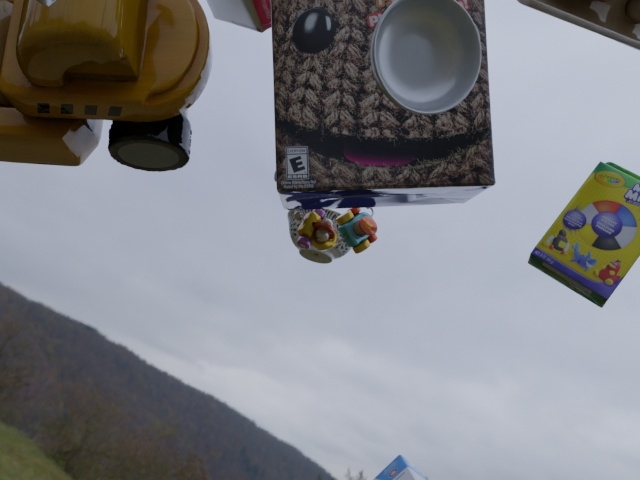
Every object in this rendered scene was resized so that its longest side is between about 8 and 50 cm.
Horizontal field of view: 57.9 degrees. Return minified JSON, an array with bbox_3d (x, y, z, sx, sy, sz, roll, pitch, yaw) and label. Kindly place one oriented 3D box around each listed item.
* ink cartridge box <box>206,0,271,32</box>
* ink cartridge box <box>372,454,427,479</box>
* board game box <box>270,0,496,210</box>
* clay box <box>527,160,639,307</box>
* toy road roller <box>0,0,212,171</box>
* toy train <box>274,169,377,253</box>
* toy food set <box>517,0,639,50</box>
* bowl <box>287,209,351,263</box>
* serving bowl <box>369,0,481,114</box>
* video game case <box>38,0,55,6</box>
[{"bbox_3d":[-0.008,-0.517,0.982,0.279,0.385,0.160,43,-20,55],"label":"ink cartridge box"},{"bbox_3d":[0.153,0.513,1.064,0.082,0.139,0.191,47,-1,-17],"label":"ink cartridge box"},{"bbox_3d":[0.063,-0.190,0.674,0.232,0.290,0.141,-3,-5,-1],"label":"board game box"},{"bbox_3d":[0.438,-0.023,0.888,0.127,0.222,0.053,35,-9,24],"label":"clay box"},{"bbox_3d":[-0.286,-0.216,0.631,0.330,0.202,0.240,2,-16,-4],"label":"toy road roller"},{"bbox_3d":[0.019,-0.047,0.776,0.166,0.125,0.046,11,-17,-31],"label":"toy train"},{"bbox_3d":[0.370,-0.385,0.662,0.220,0.306,0.092,12,9,-16],"label":"toy food set"},{"bbox_3d":[0.000,0.000,1.252,0.170,0.080,0.170,13,-21,5],"label":"bowl"},{"bbox_3d":[0.071,-0.130,0.410,0.083,0.083,0.027,33,-5,-19],"label":"serving bowl"},{"bbox_3d":[-0.107,-0.212,0.302,0.019,0.157,0.143,40,-14,-6],"label":"video game case"}]
